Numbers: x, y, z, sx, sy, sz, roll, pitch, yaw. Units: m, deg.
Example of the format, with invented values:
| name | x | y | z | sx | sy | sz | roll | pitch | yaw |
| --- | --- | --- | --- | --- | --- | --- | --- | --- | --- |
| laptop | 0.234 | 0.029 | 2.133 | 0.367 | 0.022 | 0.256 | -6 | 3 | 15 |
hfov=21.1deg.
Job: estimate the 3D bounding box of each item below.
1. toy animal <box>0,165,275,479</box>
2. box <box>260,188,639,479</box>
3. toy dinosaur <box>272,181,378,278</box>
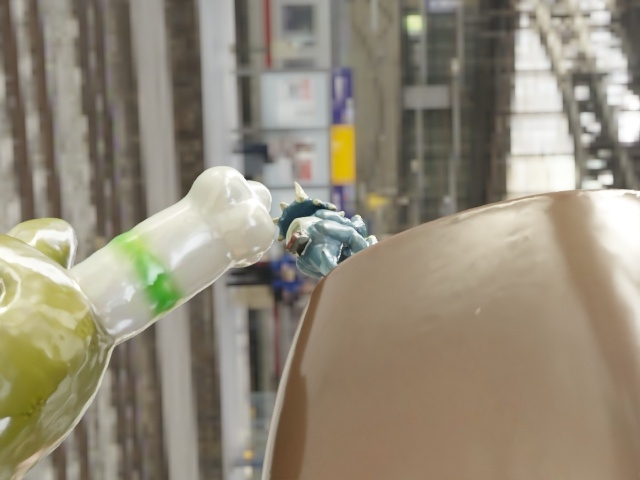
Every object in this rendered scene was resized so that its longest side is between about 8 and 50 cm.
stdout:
| name | x | y | z | sx | sy | sz | roll | pitch | yaw |
| --- | --- | --- | --- | --- | --- | --- | --- | --- | --- |
| toy animal | -0.198 | 0.071 | 0.845 | 0.363 | 0.181 | 0.180 | -57 | 133 | -15 |
| box | 0.114 | 0.129 | 0.754 | 0.301 | 0.301 | 0.216 | 90 | -2 | -58 |
| toy dinosaur | 0.000 | 0.000 | 0.883 | 0.030 | 0.047 | 0.083 | -64 | -155 | 17 |
